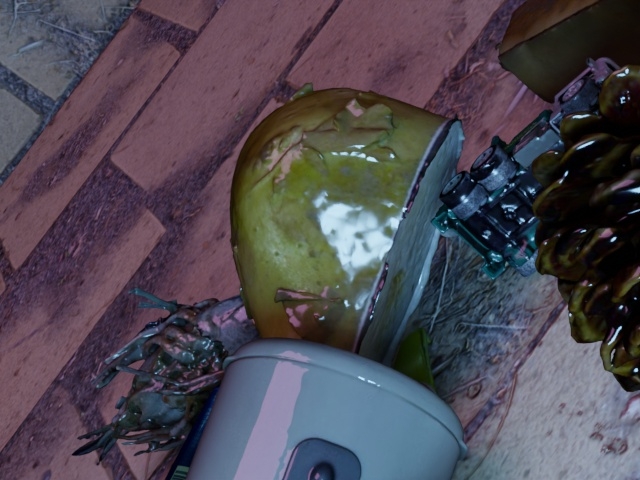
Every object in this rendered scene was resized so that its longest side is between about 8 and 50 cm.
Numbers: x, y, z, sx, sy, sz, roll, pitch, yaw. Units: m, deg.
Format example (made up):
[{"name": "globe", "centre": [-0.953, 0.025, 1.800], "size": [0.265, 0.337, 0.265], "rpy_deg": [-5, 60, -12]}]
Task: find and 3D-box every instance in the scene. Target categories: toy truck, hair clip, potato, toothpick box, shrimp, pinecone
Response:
[{"name": "toy truck", "centre": [0.207, -0.072, 1.532], "size": [0.216, 0.110, 0.116], "rpy_deg": [-43, 14, 25]}, {"name": "hair clip", "centre": [0.087, 0.139, 1.546], "size": [0.060, 0.033, 0.188], "rpy_deg": [-42, 26, 24]}, {"name": "potato", "centre": [0.000, 0.000, 1.578], "size": [0.246, 0.196, 0.300], "rpy_deg": [8, -79, -75]}, {"name": "toothpick box", "centre": [-0.024, 0.253, 1.349], "size": [0.229, 0.229, 0.316], "rpy_deg": [-15, 48, 56]}, {"name": "shrimp", "centre": [-0.159, 0.130, 1.848], "size": [0.372, 0.172, 0.137], "rpy_deg": [-30, -4, 15]}, {"name": "pinecone", "centre": [0.260, 0.006, 1.174], "size": [0.224, 0.224, 0.272], "rpy_deg": [-33, 48, 39]}]

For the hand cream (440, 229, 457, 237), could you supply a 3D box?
[{"name": "hand cream", "centre": [0.126, -0.042, 1.743], "size": [0.057, 0.037, 0.165], "rpy_deg": [-48, 17, 11]}]

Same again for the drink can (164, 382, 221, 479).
[{"name": "drink can", "centre": [-0.087, 0.233, 1.639], "size": [0.118, 0.118, 0.205], "rpy_deg": [-9, 48, 59]}]

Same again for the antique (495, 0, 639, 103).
[{"name": "antique", "centre": [0.306, -0.234, 1.593], "size": [0.310, 0.087, 0.093], "rpy_deg": [-27, 32, 47]}]
